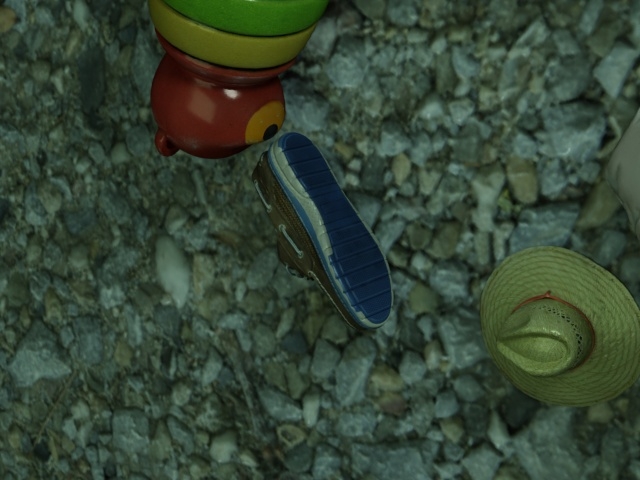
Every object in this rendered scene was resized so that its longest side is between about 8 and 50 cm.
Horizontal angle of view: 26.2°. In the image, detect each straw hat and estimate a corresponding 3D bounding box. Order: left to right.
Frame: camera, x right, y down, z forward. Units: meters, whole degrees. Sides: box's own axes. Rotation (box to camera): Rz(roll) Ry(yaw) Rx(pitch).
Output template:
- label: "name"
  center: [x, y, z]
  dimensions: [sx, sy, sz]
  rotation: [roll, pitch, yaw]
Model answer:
- label: "straw hat"
  center: [0.175, 0.077, 1.070]
  dimensions: [0.144, 0.061, 0.144]
  rotation: [12, 112, 32]

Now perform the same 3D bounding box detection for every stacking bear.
- label: "stacking bear"
  center: [-0.065, -0.192, 1.102]
  dimensions: [0.164, 0.175, 0.289]
  rotation: [33, 128, 21]

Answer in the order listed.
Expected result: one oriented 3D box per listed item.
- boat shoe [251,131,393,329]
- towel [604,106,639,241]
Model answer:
- label: "boat shoe"
  center: [0.000, 0.000, 1.173]
  dimensions: [0.066, 0.066, 0.183]
  rotation: [-37, 72, 42]
- label: "towel"
  center: [0.309, -0.066, 0.819]
  dimensions: [0.332, 0.053, 0.317]
  rotation: [-106, 35, -53]
